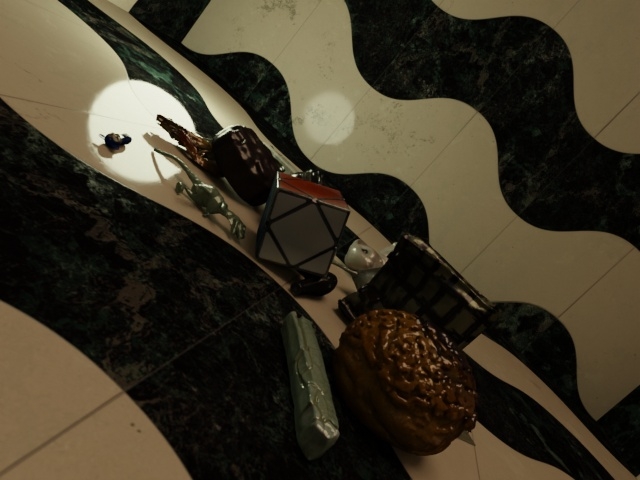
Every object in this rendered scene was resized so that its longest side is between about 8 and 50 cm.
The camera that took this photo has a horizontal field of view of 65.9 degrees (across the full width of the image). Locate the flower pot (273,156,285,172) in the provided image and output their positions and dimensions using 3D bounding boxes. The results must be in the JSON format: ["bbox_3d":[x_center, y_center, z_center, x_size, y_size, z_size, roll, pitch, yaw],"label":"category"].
[{"bbox_3d":[-0.232,-0.288,1.960,0.157,0.107,0.157,38,17,-14],"label":"flower pot"}]

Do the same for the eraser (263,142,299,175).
[{"bbox_3d":[-0.133,-0.273,2.219,0.404,0.096,0.098,47,15,18],"label":"eraser"}]

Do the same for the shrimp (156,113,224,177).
[{"bbox_3d":[-0.413,-0.298,1.595,0.287,0.063,0.152,36,26,-29],"label":"shrimp"}]

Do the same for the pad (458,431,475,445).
[{"bbox_3d":[0.333,0.454,1.405,0.159,0.009,0.265,34,15,-33],"label":"pad"}]

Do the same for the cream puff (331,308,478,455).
[{"bbox_3d":[0.191,0.283,1.069,0.327,0.231,0.343,40,13,10],"label":"cream puff"}]

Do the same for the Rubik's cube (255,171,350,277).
[{"bbox_3d":[-0.055,-0.048,1.356,0.207,0.205,0.205,17,18,-13],"label":"Rubik's cube"}]

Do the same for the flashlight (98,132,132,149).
[{"bbox_3d":[-0.500,-0.251,1.226,0.057,0.035,0.121,39,14,-7],"label":"flashlight"}]

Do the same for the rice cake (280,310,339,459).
[{"bbox_3d":[-0.025,0.251,0.909,0.062,0.066,0.336,26,17,-22],"label":"rice cake"}]

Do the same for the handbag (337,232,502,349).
[{"bbox_3d":[0.258,0.188,1.347,0.327,0.325,0.162,48,12,24],"label":"handbag"}]

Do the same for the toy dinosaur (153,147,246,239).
[{"bbox_3d":[-0.336,-0.146,1.289,0.383,0.076,0.129,48,8,12],"label":"toy dinosaur"}]

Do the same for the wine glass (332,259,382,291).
[{"bbox_3d":[0.096,0.101,1.583,0.232,0.156,0.156,31,16,-24],"label":"wine glass"}]

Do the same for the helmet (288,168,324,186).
[{"bbox_3d":[-0.079,-0.117,1.583,0.160,0.231,0.279,4,38,-9],"label":"helmet"}]

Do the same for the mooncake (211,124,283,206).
[{"bbox_3d":[-0.236,-0.255,1.642,0.283,0.141,0.283,54,12,-17],"label":"mooncake"}]

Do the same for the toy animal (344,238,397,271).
[{"bbox_3d":[0.233,0.089,1.953,0.357,0.194,0.258,22,32,-36],"label":"toy animal"}]

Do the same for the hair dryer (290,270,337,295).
[{"bbox_3d":[-0.070,0.080,1.383,0.219,0.075,0.195,36,19,25],"label":"hair dryer"}]
